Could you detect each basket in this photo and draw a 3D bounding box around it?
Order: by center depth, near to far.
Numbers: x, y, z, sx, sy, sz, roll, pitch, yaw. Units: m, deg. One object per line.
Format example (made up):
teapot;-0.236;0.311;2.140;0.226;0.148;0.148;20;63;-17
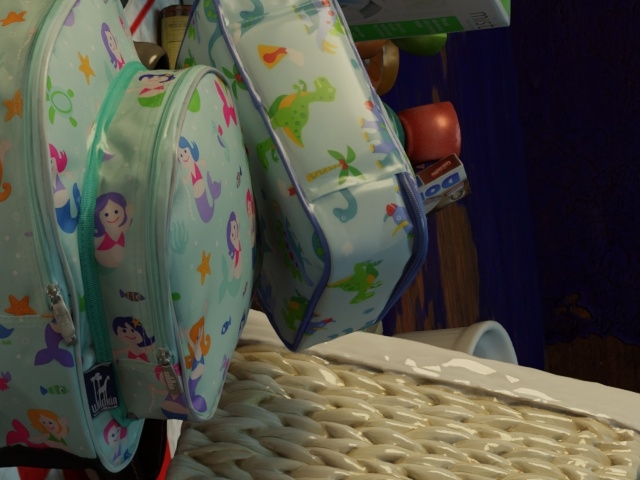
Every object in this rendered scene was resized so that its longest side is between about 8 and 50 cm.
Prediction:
basket;0.043;0.271;1.297;0.266;0.331;0.328;-73;173;-51

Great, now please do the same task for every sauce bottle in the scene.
sauce bottle;-0.108;-0.125;1.495;0.042;0.042;0.128;9;79;-77

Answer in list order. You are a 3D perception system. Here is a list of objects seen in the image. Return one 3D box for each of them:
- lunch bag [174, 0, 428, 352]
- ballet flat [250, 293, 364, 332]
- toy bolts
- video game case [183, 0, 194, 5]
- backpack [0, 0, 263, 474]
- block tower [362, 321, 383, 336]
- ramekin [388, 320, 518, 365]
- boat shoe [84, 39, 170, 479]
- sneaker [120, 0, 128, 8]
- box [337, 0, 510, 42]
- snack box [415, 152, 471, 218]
lunch bag;-0.017;-0.051;1.171;0.219;0.090;0.176;65;-22;21
ballet flat;0.030;0.185;1.677;0.483;0.164;0.182;38;67;-54
toy bolts;0.034;-0.171;2.030;0.218;0.158;0.229;-27;-108;60
video game case;-0.098;-0.285;1.616;0.173;0.022;0.190;-58;142;-67
backpack;-0.141;-0.017;1.038;0.225;0.191;0.254;-73;151;-56
block tower;0.000;0.000;1.825;0.097;0.091;0.336;-59;143;-66
ramekin;0.147;0.235;2.236;0.277;0.135;0.277;-1;90;-68
boat shoe;-0.129;0.026;1.246;0.112;0.095;0.335;-62;146;-66
sneaker;-0.146;-0.235;1.325;0.089;0.051;0.170;18;63;-73
box;0.036;-0.268;1.628;0.262;0.231;0.127;35;52;-74
snack box;0.077;-0.030;2.003;0.022;0.178;0.064;59;-3;31
